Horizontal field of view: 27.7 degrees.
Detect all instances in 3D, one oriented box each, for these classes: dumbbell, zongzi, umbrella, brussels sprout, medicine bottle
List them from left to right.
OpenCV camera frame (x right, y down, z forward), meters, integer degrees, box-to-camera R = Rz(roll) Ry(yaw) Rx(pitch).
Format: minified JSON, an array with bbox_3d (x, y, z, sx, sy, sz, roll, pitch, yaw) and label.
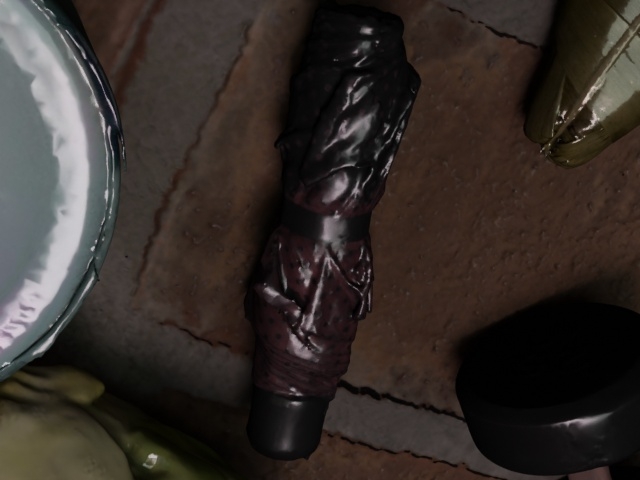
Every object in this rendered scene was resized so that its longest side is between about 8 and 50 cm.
[{"bbox_3d":[-0.235,-0.074,0.688,0.244,0.290,0.245,-4,112,-11],"label":"medicine bottle"},{"bbox_3d":[-0.173,0.237,0.853,0.316,0.242,0.274,36,93,-23],"label":"brussels sprout"},{"bbox_3d":[0.000,0.000,0.885,0.090,0.094,0.326,8,110,-10],"label":"umbrella"},{"bbox_3d":[0.178,-0.153,0.884,0.160,0.078,0.176,-38,105,3],"label":"zongzi"},{"bbox_3d":[0.201,0.173,0.972,0.152,0.152,0.218,-22,115,-5],"label":"dumbbell"}]
